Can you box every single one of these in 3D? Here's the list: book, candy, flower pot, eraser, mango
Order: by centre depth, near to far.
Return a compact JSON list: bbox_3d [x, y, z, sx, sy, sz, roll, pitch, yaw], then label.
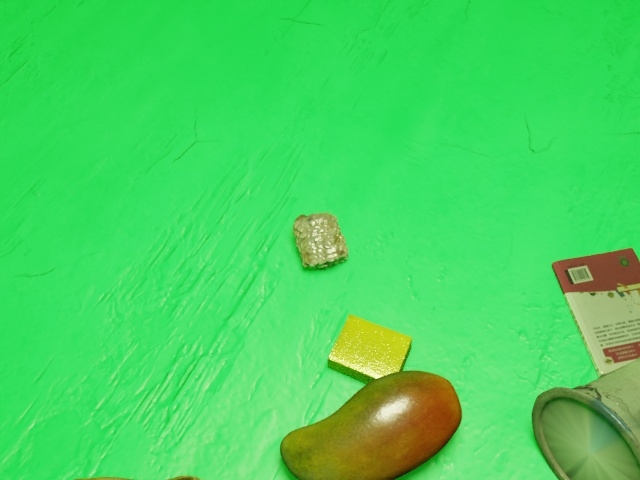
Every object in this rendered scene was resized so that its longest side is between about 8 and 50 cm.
[{"bbox_3d":[0.465,0.280,1.046,0.202,0.212,0.212,-23,59,-29],"label":"flower pot"},{"bbox_3d":[0.087,0.302,1.064,0.289,0.129,0.146,-31,91,-5],"label":"mango"},{"bbox_3d":[0.085,0.194,1.180,0.122,0.045,0.097,19,60,14],"label":"eraser"},{"bbox_3d":[0.534,0.124,1.233,0.162,0.022,0.232,-10,58,-3],"label":"book"},{"bbox_3d":[0.000,0.000,1.293,0.095,0.085,0.110,-13,68,3],"label":"candy"}]

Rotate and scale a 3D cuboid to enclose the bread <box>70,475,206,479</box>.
[{"bbox_3d":[-0.193,0.414,0.897,0.370,0.314,0.191,-11,49,-1],"label":"bread"}]
